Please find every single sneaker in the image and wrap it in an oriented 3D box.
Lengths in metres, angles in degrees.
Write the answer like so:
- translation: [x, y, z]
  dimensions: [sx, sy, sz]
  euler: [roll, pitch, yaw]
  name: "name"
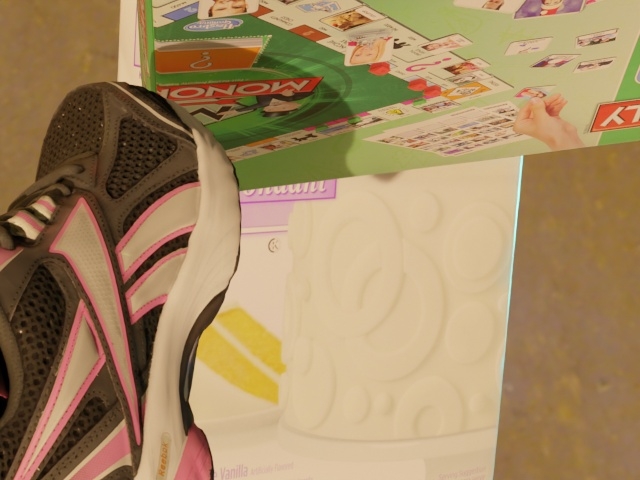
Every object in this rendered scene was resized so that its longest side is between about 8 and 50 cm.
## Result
- translation: [-0.069, 0.015, 0.401]
  dimensions: [0.077, 0.072, 0.178]
  euler: [32, 33, -30]
  name: "sneaker"

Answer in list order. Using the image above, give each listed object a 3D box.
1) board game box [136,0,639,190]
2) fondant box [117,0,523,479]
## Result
- translation: [0.090, -0.105, 0.575]
  dimensions: [0.317, 0.213, 0.046]
  euler: [-8, 62, -9]
  name: "board game box"
- translation: [0.000, 0.000, 0.937]
  dimensions: [0.238, 0.096, 0.330]
  euler: [-5, 103, -35]
  name: "fondant box"
